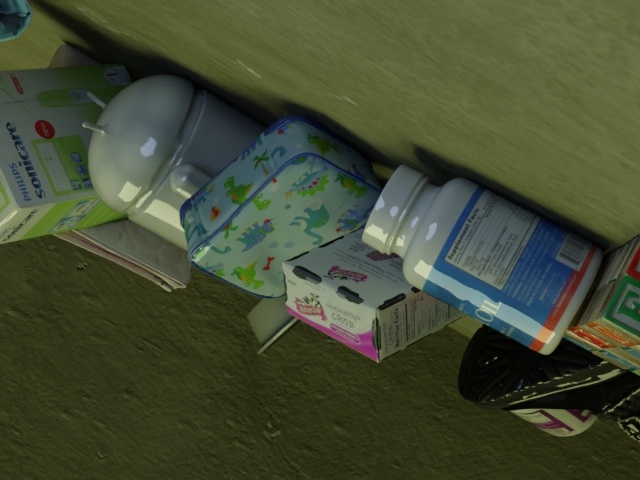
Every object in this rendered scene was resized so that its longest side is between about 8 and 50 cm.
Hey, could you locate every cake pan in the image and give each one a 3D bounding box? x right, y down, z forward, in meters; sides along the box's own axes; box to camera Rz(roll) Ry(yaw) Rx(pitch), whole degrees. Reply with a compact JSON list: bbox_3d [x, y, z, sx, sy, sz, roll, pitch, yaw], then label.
[{"bbox_3d":[0.012,0.040,1.524,0.054,0.293,0.293,49,177,3],"label":"cake pan"}]

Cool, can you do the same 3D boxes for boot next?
[{"bbox_3d":[0.363,0.194,1.437,0.260,0.131,0.348,31,156,-23],"label":"boot"}]

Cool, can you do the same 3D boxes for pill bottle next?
[{"bbox_3d":[0.432,0.275,2.239,0.169,0.169,0.301,25,174,43],"label":"pill bottle"},{"bbox_3d":[0.160,0.012,1.136,0.221,0.124,0.124,28,176,10],"label":"pill bottle"}]

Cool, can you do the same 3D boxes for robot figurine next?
[{"bbox_3d":[-0.160,-0.089,1.508,0.353,0.200,0.300,30,-175,-21],"label":"robot figurine"}]

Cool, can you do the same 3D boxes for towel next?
[{"bbox_3d":[-0.318,-0.112,1.758,0.317,0.332,0.053,31,135,-25],"label":"towel"}]

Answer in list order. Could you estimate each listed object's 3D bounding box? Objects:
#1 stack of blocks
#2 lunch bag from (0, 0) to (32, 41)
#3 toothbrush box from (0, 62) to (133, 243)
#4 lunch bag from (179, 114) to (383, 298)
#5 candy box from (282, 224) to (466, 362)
[{"bbox_3d":[0.338,0.085,1.071,0.171,0.087,0.297,28,176,7],"label":"stack of blocks"},{"bbox_3d":[-0.438,-0.291,1.155,0.262,0.160,0.223,24,179,-35],"label":"lunch bag"},{"bbox_3d":[-0.371,-0.126,1.583,0.283,0.122,0.206,-14,-106,-47],"label":"toothbrush box"},{"bbox_3d":[-0.043,-0.033,1.320,0.176,0.219,0.090,26,-148,-40],"label":"lunch bag"},{"bbox_3d":[0.096,0.038,1.270,0.233,0.071,0.159,-23,-149,-33],"label":"candy box"}]
